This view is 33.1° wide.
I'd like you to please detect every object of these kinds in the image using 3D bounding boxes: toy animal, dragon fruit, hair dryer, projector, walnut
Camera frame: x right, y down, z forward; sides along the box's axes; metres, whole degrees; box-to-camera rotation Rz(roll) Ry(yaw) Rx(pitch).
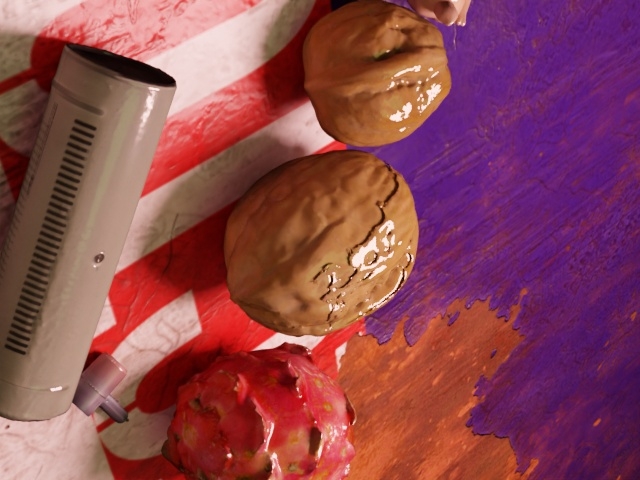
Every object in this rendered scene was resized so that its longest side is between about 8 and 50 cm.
[{"bbox_3d":[0.145,-0.301,1.213,0.150,0.083,0.089,-52,166,-36],"label":"toy animal"},{"bbox_3d":[-0.049,0.225,1.259,0.268,0.205,0.210,30,84,-50],"label":"dragon fruit"},{"bbox_3d":[-0.228,0.171,1.168,0.063,0.037,0.114,-47,149,-15],"label":"hair dryer"},{"bbox_3d":[-0.231,-0.005,0.980,0.108,0.108,0.338,4,112,-49],"label":"projector"},{"bbox_3d":[0.000,0.000,1.175,0.245,0.198,0.198,-40,139,-18],"label":"walnut"},{"bbox_3d":[0.057,-0.180,1.154,0.166,0.149,0.167,-1,92,-22],"label":"walnut"}]
